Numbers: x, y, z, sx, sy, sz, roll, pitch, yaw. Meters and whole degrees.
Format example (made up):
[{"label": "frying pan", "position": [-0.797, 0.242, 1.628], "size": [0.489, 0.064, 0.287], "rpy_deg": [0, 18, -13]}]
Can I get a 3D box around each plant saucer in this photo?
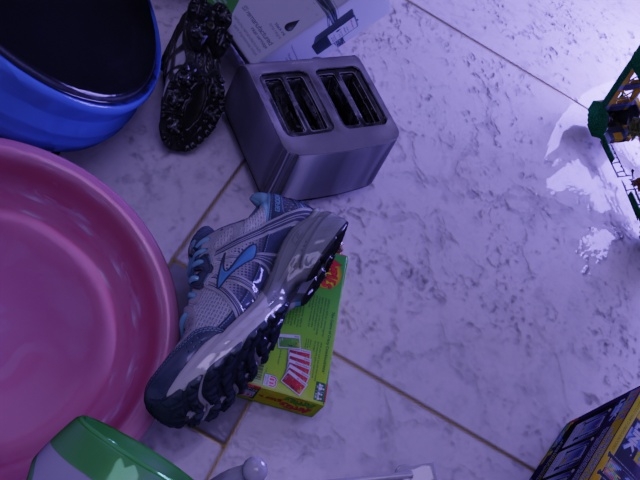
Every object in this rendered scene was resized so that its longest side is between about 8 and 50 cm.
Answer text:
[{"label": "plant saucer", "position": [-0.289, 0.069, 0.573], "size": [0.332, 0.084, 0.332], "rpy_deg": [19, 55, -29]}]

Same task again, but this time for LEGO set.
[{"label": "LEGO set", "position": [0.561, -0.148, 0.980], "size": [0.192, 0.255, 0.331], "rpy_deg": [-8, 54, -7]}]

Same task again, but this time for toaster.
[{"label": "toaster", "position": [-0.013, -0.136, 0.830], "size": [0.168, 0.110, 0.186], "rpy_deg": [-12, 65, -27]}]

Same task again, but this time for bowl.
[{"label": "bowl", "position": [-0.311, -0.282, 0.680], "size": [0.391, 0.077, 0.391], "rpy_deg": [49, 28, -37]}]

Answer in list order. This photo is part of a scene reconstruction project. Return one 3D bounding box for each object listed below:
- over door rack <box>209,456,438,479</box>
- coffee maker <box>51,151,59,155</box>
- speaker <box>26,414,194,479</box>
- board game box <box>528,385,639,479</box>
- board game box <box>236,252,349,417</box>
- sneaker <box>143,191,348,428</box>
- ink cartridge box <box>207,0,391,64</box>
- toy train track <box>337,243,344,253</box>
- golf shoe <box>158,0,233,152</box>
[{"label": "over door rack", "position": [-0.013, 0.308, 0.554], "size": [0.324, 0.108, 0.240], "rpy_deg": [4, 59, -20]}, {"label": "coffee maker", "position": [-0.392, -0.132, 0.688], "size": [0.178, 0.120, 0.171], "rpy_deg": [53, 30, 13]}, {"label": "speaker", "position": [-0.202, 0.272, 0.440], "size": [0.131, 0.131, 0.297], "rpy_deg": [32, 74, 0]}, {"label": "board game box", "position": [0.275, 0.238, 0.691], "size": [0.048, 0.141, 0.170], "rpy_deg": [45, 55, 10]}, {"label": "board game box", "position": [-0.030, 0.087, 0.724], "size": [0.092, 0.043, 0.181], "rpy_deg": [19, 55, -11]}, {"label": "sneaker", "position": [-0.088, 0.054, 0.646], "size": [0.122, 0.110, 0.283], "rpy_deg": [29, 46, 11]}, {"label": "ink cartridge box", "position": [-0.032, -0.322, 0.893], "size": [0.208, 0.087, 0.153], "rpy_deg": [-35, 73, 0]}, {"label": "toy train track", "position": [0.000, 0.000, 0.810], "size": [0.083, 0.014, 0.048], "rpy_deg": [42, 54, 7]}, {"label": "golf shoe", "position": [-0.163, -0.200, 0.841], "size": [0.077, 0.094, 0.198], "rpy_deg": [20, 77, -31]}]
